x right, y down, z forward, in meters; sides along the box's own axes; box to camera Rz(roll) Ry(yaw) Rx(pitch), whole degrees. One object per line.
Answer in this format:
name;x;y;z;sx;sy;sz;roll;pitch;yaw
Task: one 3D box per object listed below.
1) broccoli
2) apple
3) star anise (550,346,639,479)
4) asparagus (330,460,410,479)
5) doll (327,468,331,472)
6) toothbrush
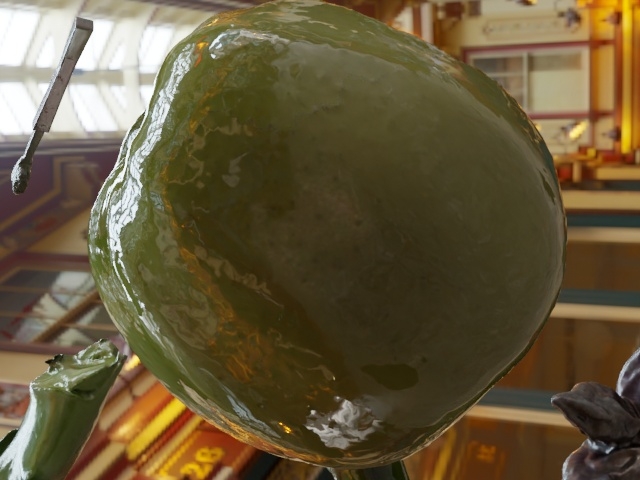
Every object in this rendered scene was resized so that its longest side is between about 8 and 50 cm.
broccoli;-0.313;0.250;0.942;0.254;0.186;0.302;-76;3;-55
apple;0.000;0.000;0.616;0.279;0.279;0.279;2;-90;-64
star anise;0.264;0.182;0.841;0.212;0.073;0.196;-25;-79;-39
asparagus;0.007;0.085;0.798;0.060;0.067;0.277;-26;-80;-83
doll;0.042;0.280;1.343;0.159;0.059;0.158;-77;-26;-74
toothbrush;-0.208;-0.098;0.800;0.014;0.194;0.017;9;-130;-28
